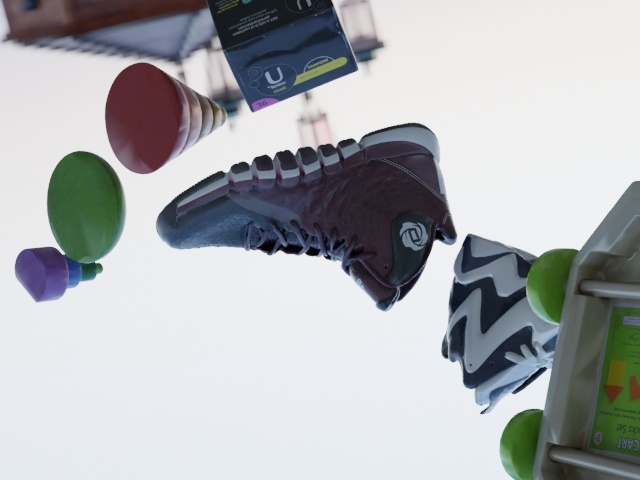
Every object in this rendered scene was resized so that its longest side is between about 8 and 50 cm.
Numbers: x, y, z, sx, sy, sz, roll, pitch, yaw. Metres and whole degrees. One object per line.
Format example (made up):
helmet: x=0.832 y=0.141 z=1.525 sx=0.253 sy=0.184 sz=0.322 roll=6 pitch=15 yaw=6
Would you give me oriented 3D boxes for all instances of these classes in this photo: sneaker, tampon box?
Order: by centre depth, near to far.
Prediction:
sneaker: x=0.202 y=0.099 z=1.395 sx=0.235 sy=0.153 sz=0.094 roll=23 pitch=-173 yaw=32
sneaker: x=0.000 y=0.000 z=1.441 sx=0.281 sy=0.162 sz=0.106 roll=-17 pitch=165 yaw=-10
tampon box: x=-0.048 y=-0.235 z=1.594 sx=0.120 sy=0.101 sz=0.161 roll=-21 pitch=-129 yaw=3

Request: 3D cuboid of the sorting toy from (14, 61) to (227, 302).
sorting toy: x=-0.217 y=-0.058 z=1.779 sx=0.126 sy=0.127 sz=0.365 roll=-7 pitch=146 yaw=-46

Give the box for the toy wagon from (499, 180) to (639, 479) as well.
toy wagon: x=0.215 y=0.132 z=1.003 sx=0.068 sy=0.344 sz=0.267 roll=12 pitch=176 yaw=-25
